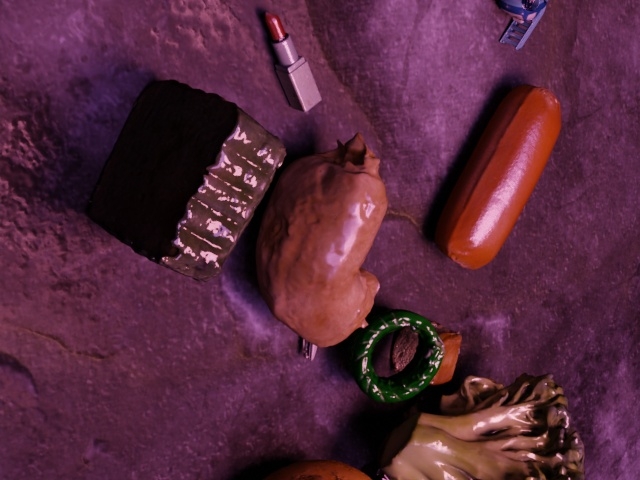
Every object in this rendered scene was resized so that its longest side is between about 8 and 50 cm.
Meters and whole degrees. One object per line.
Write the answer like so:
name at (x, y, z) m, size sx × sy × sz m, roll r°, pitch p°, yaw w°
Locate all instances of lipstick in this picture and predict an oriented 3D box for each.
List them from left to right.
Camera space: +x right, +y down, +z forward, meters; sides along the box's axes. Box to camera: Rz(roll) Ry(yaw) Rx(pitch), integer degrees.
lipstick at (-0.037, -0.211, 1.233) m, size 0.030 × 0.030 × 0.129 m, roll -40°, pitch 129°, yaw -21°

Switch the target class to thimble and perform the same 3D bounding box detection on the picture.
thimble at (0.101, 0.153, 1.436) m, size 0.130 × 0.090 × 0.118 m, roll -20°, pitch 92°, yaw -6°

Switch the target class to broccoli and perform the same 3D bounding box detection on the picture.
broccoli at (0.225, 0.338, 1.500) m, size 0.334 × 0.272 × 0.324 m, roll -40°, pitch 178°, yaw 35°

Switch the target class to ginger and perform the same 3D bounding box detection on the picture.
ginger at (0.000, 0.000, 1.282) m, size 0.152 × 0.138 × 0.267 m, roll -12°, pitch 120°, yaw -41°

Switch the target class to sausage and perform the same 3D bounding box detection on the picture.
sausage at (0.251, -0.090, 1.483) m, size 0.105 × 0.105 × 0.274 m, roll 29°, pitch 88°, yaw -43°

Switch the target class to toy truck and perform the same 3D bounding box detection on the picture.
toy truck at (0.275, -0.309, 1.447) m, size 0.073 × 0.056 × 0.090 m, roll -30°, pitch 137°, yaw -35°

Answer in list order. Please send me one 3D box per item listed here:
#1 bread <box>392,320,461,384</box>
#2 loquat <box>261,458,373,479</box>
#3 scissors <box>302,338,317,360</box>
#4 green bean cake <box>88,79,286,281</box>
bread at (0.154, 0.161, 1.526) m, size 0.070 × 0.077 × 0.083 m, roll -5°, pitch 110°, yaw -51°
loquat at (-0.005, 0.401, 1.386) m, size 0.235 × 0.235 × 0.235 m, roll -17°, pitch 118°, yaw -35°
scissors at (-0.003, 0.072, 1.386) m, size 0.085 × 0.022 × 0.176 m, roll -1°, pitch 105°, yaw -36°
green bean cake at (-0.139, -0.063, 1.111) m, size 0.094 × 0.173 × 0.181 m, roll 29°, pitch 87°, yaw -45°
